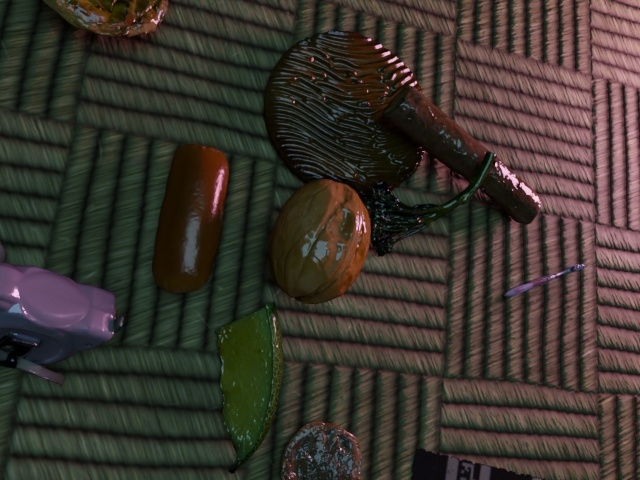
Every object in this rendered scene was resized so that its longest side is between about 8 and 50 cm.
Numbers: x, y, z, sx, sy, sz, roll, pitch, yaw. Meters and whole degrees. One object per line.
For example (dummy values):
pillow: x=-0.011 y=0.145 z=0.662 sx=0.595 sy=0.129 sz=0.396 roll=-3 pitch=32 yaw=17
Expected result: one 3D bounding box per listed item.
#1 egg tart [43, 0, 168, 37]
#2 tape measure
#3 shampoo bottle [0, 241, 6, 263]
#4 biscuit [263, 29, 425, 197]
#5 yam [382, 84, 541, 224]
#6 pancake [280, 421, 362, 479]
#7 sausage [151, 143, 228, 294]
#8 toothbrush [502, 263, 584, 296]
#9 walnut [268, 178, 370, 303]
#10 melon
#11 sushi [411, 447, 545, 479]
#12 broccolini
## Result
egg tart: x=-0.352 y=-0.432 z=0.958 sx=0.231 sy=0.098 sz=0.253 roll=-19 pitch=89 yaw=-27
tape measure: x=-0.389 y=0.111 z=0.783 sx=0.196 sy=0.178 sz=0.105 roll=22 pitch=48 yaw=-39
shampoo bottle: x=-0.484 y=0.003 z=0.841 sx=0.056 sy=0.056 sz=0.195 roll=-30 pitch=89 yaw=-21
biscuit: x=0.054 y=-0.229 z=1.074 sx=0.317 sy=0.040 sz=0.318 roll=4 pitch=77 yaw=-18
yam: x=0.265 y=-0.150 z=1.085 sx=0.356 sy=0.081 sz=0.081 roll=35 pitch=70 yaw=-19
pancake: x=0.002 y=0.354 z=0.941 sx=0.139 sy=0.022 sz=0.140 roll=4 pitch=78 yaw=-16
sausage: x=-0.198 y=-0.032 z=0.924 sx=0.098 sy=0.098 sz=0.239 roll=11 pitch=73 yaw=-16
toothbrush: x=0.427 y=0.076 z=1.142 sx=0.193 sy=0.019 sz=0.013 roll=-17 pitch=85 yaw=-19
walnut: x=0.000 y=0.000 z=0.950 sx=0.159 sy=0.159 sz=0.207 roll=22 pitch=73 yaw=-12
melon: x=-0.113 y=0.222 z=0.920 sx=0.113 sy=0.053 sz=0.262 roll=6 pitch=76 yaw=-9
sushi: x=0.266 y=0.554 z=0.944 sx=0.296 sy=0.100 sz=0.374 roll=19 pitch=74 yaw=-14
broccolini: x=0.180 y=-0.090 z=1.031 sx=0.271 sy=0.062 sz=0.123 roll=-34 pitch=117 yaw=-2
